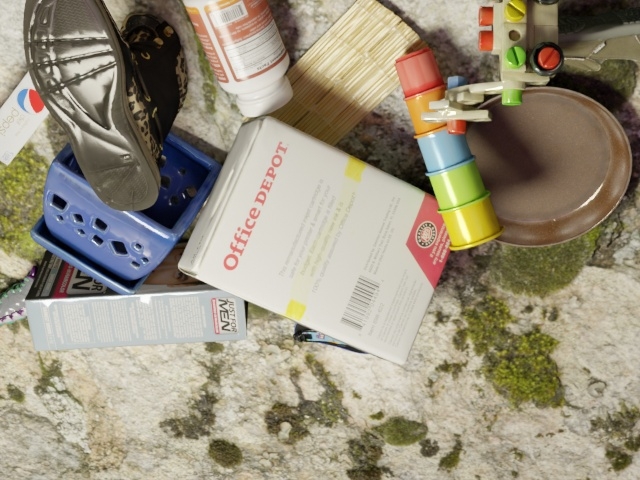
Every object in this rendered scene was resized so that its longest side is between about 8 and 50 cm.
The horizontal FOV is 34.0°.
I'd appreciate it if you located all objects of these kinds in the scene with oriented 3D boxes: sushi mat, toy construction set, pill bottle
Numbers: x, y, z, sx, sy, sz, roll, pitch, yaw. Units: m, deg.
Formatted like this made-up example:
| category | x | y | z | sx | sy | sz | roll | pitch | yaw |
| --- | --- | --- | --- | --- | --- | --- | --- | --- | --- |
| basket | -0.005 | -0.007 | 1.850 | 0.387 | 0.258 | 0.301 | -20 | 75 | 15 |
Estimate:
| category | x | y | z | sx | sy | sz | roll | pitch | yaw |
| --- | --- | --- | --- | --- | --- | --- | --- | --- | --- |
| sushi mat | 0.027 | -0.256 | 1.718 | 0.151 | 0.019 | 0.316 | 39 | 120 | -18 |
| toy construction set | 0.237 | -0.314 | 1.513 | 0.215 | 0.151 | 0.328 | 1 | 102 | 2 |
| pill bottle | -0.121 | -0.308 | 1.635 | 0.121 | 0.121 | 0.216 | -13 | 122 | 15 |

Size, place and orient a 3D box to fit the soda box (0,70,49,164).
| category | x | y | z | sx | sy | sz | roll | pitch | yaw |
| --- | --- | --- | --- | --- | --- | --- | --- | --- | --- |
| soda box | -0.493 | -0.229 | 1.766 | 0.069 | 0.074 | 0.216 | 37 | 121 | -18 |

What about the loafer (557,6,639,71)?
| category | x | y | z | sx | sy | sz | roll | pitch | yaw |
| --- | --- | --- | --- | --- | --- | --- | --- | --- | --- |
| loafer | 0.399 | -0.294 | 1.601 | 0.251 | 0.094 | 0.087 | -4 | 120 | 10 |

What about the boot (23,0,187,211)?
| category | x | y | z | sx | sy | sz | roll | pitch | yaw |
| --- | --- | --- | --- | --- | --- | --- | --- | --- | --- |
| boot | -0.309 | -0.268 | 1.587 | 0.138 | 0.284 | 0.377 | -9 | 125 | 14 |

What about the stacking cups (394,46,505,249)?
| category | x | y | z | sx | sy | sz | roll | pitch | yaw |
| --- | --- | --- | --- | --- | --- | --- | --- | --- | --- |
| stacking cups | 0.200 | -0.147 | 1.647 | 0.096 | 0.096 | 0.316 | -16 | 100 | 17 |

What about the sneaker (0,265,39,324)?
| category | x | y | z | sx | sy | sz | roll | pitch | yaw |
| --- | --- | --- | --- | --- | --- | --- | --- | --- | --- |
| sneaker | -0.569 | 0.095 | 2.014 | 0.223 | 0.083 | 0.098 | -12 | 113 | 2 |

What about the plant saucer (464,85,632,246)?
| category | x | y | z | sx | sy | sz | roll | pitch | yaw |
| --- | --- | --- | --- | --- | --- | --- | --- | --- | --- |
| plant saucer | 0.359 | -0.128 | 1.752 | 0.310 | 0.050 | 0.311 | 3 | 126 | 4 |

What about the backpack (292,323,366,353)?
| category | x | y | z | sx | sy | sz | roll | pitch | yaw |
| --- | --- | --- | --- | --- | --- | --- | --- | --- | --- |
| backpack | 0.052 | 0.125 | 1.926 | 0.173 | 0.117 | 0.158 | 17 | 125 | -5 |

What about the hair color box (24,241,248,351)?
| category | x | y | z | sx | sy | sz | roll | pitch | yaw |
| --- | --- | --- | --- | --- | --- | --- | --- | --- | --- |
| hair color box | -0.317 | 0.095 | 1.875 | 0.374 | 0.185 | 0.114 | -3 | 118 | -1 |

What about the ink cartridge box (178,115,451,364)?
| category | x | y | z | sx | sy | sz | roll | pitch | yaw |
| --- | --- | --- | --- | --- | --- | --- | --- | --- | --- |
| ink cartridge box | 0.000 | 0.000 | 1.717 | 0.384 | 0.160 | 0.279 | 25 | 84 | -19 |

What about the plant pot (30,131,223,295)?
| category | x | y | z | sx | sy | sz | roll | pitch | yaw |
| --- | --- | --- | --- | --- | --- | --- | --- | --- | --- |
| plant pot | -0.336 | -0.059 | 1.763 | 0.236 | 0.236 | 0.212 | 32 | 128 | -5 |
